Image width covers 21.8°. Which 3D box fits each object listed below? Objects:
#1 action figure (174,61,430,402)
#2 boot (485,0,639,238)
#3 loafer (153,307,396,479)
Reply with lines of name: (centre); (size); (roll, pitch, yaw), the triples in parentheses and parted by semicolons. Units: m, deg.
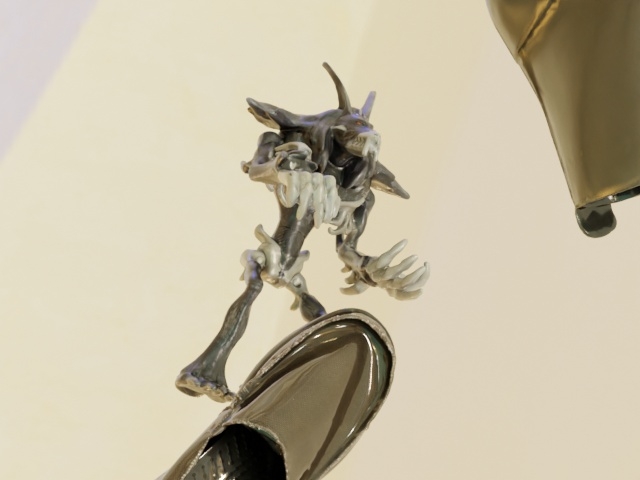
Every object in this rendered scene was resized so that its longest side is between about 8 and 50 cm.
action figure: (0.000, 0.000, 1.211); (0.141, 0.164, 0.276); (4, -111, 53)
boot: (0.149, -0.098, 0.623); (0.198, 0.076, 0.137); (-34, -109, 51)
loafer: (-0.026, 0.123, 0.980); (0.220, 0.080, 0.078); (-46, -176, -23)
